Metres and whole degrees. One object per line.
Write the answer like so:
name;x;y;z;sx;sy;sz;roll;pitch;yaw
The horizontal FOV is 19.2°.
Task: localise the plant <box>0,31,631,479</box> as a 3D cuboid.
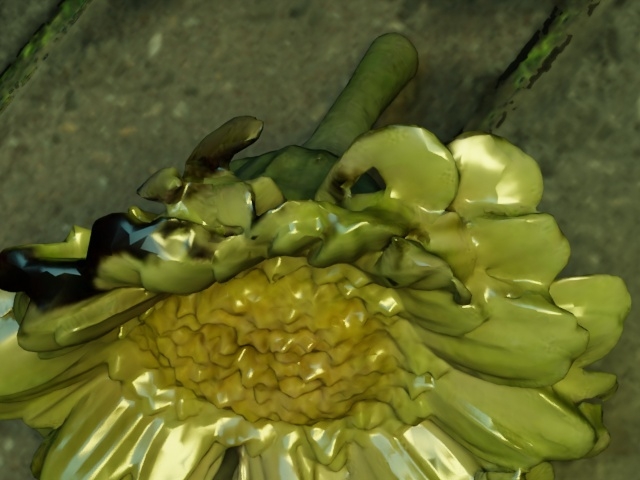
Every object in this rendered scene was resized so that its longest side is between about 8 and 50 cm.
plant;-0.013;0.007;0.832;0.306;0.261;0.297;14;78;14
